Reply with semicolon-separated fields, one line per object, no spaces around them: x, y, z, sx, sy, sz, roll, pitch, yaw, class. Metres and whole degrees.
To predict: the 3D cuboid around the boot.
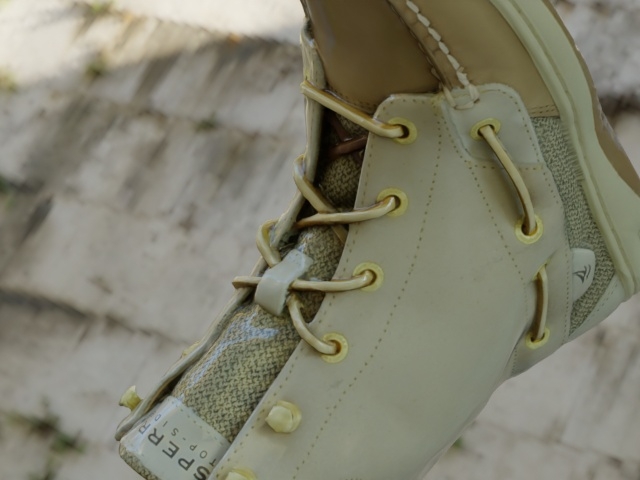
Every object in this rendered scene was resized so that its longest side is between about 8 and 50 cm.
0.000;0.000;0.624;0.095;0.203;0.262;39;-8;43;boot
